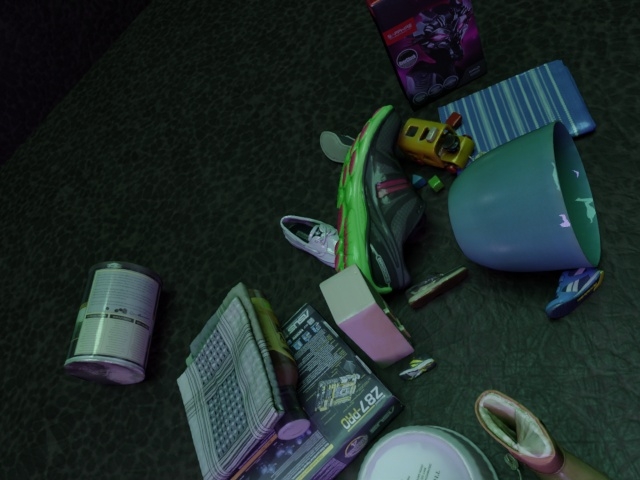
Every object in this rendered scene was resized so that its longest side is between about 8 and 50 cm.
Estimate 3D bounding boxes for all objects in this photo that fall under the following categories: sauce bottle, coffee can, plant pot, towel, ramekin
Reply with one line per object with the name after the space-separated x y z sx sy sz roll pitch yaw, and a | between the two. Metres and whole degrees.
-0.114 0.257 1.191 0.111 0.111 0.344 -33 50 5 | sauce bottle
-0.547 0.222 1.494 0.201 0.201 0.275 -12 56 21 | coffee can
0.405 -0.066 1.142 0.235 0.293 0.293 -15 54 34 | plant pot
0.482 -0.305 1.405 0.336 0.040 0.243 -19 56 18 | towel
0.187 0.465 1.014 0.272 0.127 0.273 -13 55 20 | ramekin
-0.203 0.298 1.161 0.312 0.056 0.324 -54 42 32 | towel

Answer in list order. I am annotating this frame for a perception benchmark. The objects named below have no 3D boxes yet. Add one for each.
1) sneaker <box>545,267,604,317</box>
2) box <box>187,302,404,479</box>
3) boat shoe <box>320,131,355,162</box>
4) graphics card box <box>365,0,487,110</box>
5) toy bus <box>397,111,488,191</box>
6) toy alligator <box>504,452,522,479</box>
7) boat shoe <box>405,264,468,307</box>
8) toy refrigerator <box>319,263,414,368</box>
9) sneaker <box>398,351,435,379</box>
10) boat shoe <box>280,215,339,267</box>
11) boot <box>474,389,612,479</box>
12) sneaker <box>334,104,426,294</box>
0.502 0.100 1.128 0.144 0.053 0.059 -37 51 -9 | sneaker
-0.065 0.377 1.220 0.395 0.097 0.318 -44 49 -4 | box
0.077 -0.257 1.575 0.065 0.075 0.206 -13 33 -35 | boat shoe
0.275 -0.533 1.431 0.232 0.371 0.094 -26 52 9 | graphics card box
0.292 -0.241 1.387 0.202 0.104 0.191 -28 53 24 | toy bus
0.374 0.467 0.970 0.190 0.056 0.051 55 134 39 | toy alligator
0.257 0.093 1.253 0.152 0.056 0.049 -32 57 6 | boat shoe
0.106 0.162 1.152 0.094 0.269 0.102 -31 51 6 | toy refrigerator
0.204 0.269 1.193 0.083 0.031 0.035 -26 39 6 | sneaker
0.000 0.000 1.425 0.258 0.084 0.095 15 68 33 | boat shoe
0.373 0.358 0.893 0.236 0.269 0.089 31 80 38 | boot
0.152 -0.096 1.349 0.202 0.185 0.483 10 73 -12 | sneaker
